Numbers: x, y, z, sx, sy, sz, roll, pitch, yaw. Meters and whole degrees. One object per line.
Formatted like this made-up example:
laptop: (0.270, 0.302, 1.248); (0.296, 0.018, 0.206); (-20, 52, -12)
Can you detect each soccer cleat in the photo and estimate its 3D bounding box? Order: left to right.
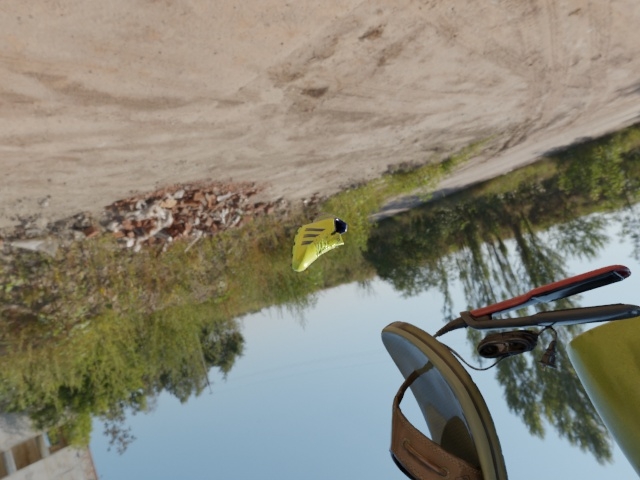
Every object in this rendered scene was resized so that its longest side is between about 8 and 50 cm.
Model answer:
soccer cleat: (0.000, -0.001, 1.169); (0.121, 0.093, 0.289); (16, -150, 11)

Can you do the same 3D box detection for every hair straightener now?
hair straightener: (0.232, 0.103, 0.476); (0.230, 0.089, 0.047); (-25, 145, 37)

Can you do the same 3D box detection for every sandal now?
sandal: (0.121, 0.225, 0.413); (0.086, 0.303, 0.120); (-12, 159, -14)

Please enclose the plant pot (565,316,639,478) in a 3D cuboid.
plant pot: (0.585, 0.291, 0.659); (0.275, 0.293, 0.275); (0, 147, 0)
